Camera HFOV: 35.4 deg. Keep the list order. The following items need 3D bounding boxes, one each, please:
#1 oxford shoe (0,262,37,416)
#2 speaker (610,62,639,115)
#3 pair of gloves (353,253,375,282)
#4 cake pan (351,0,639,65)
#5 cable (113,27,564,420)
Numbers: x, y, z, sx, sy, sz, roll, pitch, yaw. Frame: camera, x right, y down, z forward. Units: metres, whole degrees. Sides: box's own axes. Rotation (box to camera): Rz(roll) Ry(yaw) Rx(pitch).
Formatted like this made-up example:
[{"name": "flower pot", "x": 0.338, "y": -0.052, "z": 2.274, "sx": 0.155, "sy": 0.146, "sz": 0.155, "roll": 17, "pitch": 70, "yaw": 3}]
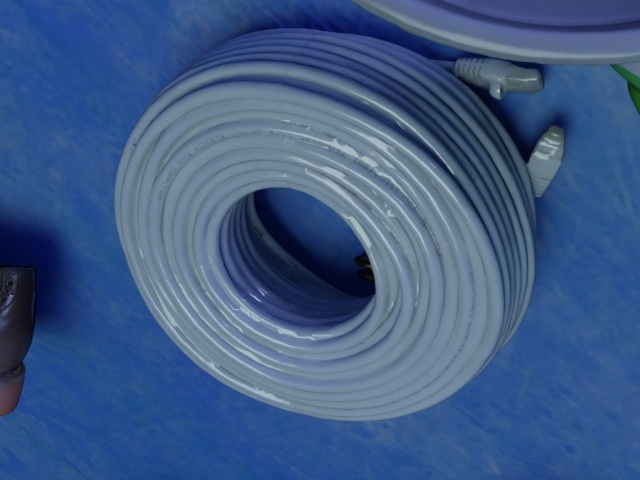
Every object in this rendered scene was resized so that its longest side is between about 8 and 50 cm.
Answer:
[{"name": "oxford shoe", "x": -0.371, "y": 0.006, "z": 0.802, "sx": 0.363, "sy": 0.130, "sz": 0.133, "roll": 23, "pitch": 100, "yaw": 16}, {"name": "speaker", "x": 0.234, "y": -0.020, "z": 0.460, "sx": 0.131, "sy": 0.131, "sz": 0.297, "roll": -18, "pitch": 117, "yaw": 35}, {"name": "pair of gloves", "x": 0.052, "y": 0.045, "z": 0.680, "sx": 0.074, "sy": 0.010, "sz": 0.083, "roll": 21, "pitch": 133, "yaw": 9}, {"name": "cake pan", "x": 0.093, "y": -0.203, "z": 0.337, "sx": 0.293, "sy": 0.054, "sz": 0.293, "roll": 1, "pitch": 93, "yaw": 12}, {"name": "cable", "x": 0.000, "y": 0.000, "z": 0.604, "sx": 0.257, "sy": 0.089, "sz": 0.257, "roll": 16, "pitch": 127, "yaw": 15}]
